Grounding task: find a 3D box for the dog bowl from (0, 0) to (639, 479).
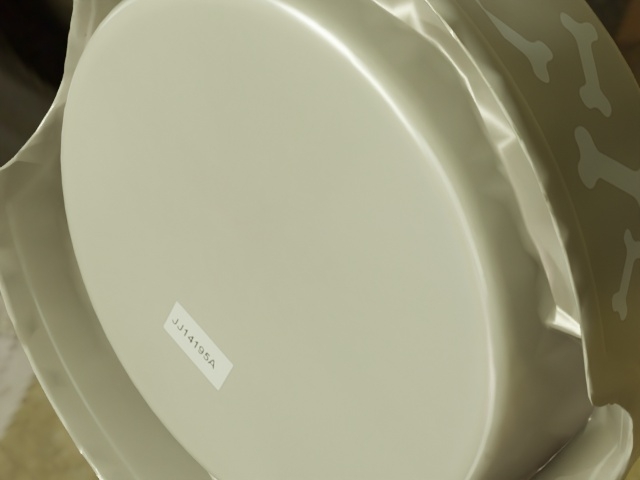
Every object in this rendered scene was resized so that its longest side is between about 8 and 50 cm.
[{"bbox_3d":[0.000,0.000,0.825,0.349,0.349,0.102,10,28,44],"label":"dog bowl"}]
